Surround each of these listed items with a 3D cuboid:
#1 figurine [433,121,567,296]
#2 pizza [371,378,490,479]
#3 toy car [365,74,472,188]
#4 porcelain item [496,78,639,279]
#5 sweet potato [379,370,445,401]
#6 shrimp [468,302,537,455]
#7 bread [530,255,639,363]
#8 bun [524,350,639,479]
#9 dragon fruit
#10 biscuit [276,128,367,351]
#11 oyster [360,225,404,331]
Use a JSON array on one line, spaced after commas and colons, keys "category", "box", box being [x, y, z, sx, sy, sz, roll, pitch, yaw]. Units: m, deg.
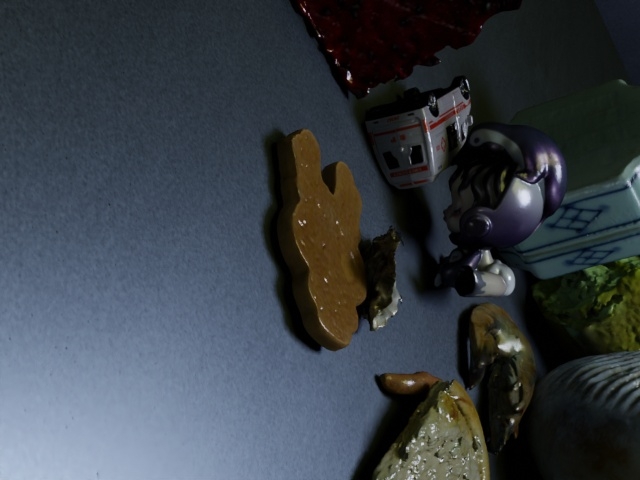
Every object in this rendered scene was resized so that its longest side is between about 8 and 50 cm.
[{"category": "figurine", "box": [0.222, -0.036, 1.460, 0.145, 0.145, 0.222, -4, 108, -63]}, {"category": "pizza", "box": [0.123, 0.241, 1.246, 0.262, 0.034, 0.181, -2, 88, -60]}, {"category": "toy car", "box": [0.138, -0.141, 1.511, 0.210, 0.089, 0.108, -37, 110, -61]}, {"category": "porcelain item", "box": [0.386, -0.088, 1.729, 0.157, 0.286, 0.281, 59, 27, -28]}, {"category": "sweet potato", "box": [0.122, 0.171, 1.325, 0.179, 0.044, 0.044, 37, 41, -50]}, {"category": "shrimp", "box": [0.231, 0.162, 1.518, 0.145, 0.059, 0.254, 61, 27, -13]}, {"category": "bread", "box": [0.491, 0.156, 1.801, 0.376, 0.251, 0.208, 58, 32, -26]}, {"category": "bun", "box": [0.444, 0.269, 1.540, 0.362, 0.362, 0.211, -18, 105, -64]}, {"category": "dragon fruit", "box": [0.079, -0.387, 1.391, 0.329, 0.286, 0.228, 51, 35, -18]}, {"category": "biscuit", "box": [0.002, 0.002, 1.213, 0.144, 0.040, 0.236, 33, 46, -41]}, {"category": "oyster", "box": [0.067, 0.033, 1.292, 0.148, 0.051, 0.103, -48, 147, -71]}]
